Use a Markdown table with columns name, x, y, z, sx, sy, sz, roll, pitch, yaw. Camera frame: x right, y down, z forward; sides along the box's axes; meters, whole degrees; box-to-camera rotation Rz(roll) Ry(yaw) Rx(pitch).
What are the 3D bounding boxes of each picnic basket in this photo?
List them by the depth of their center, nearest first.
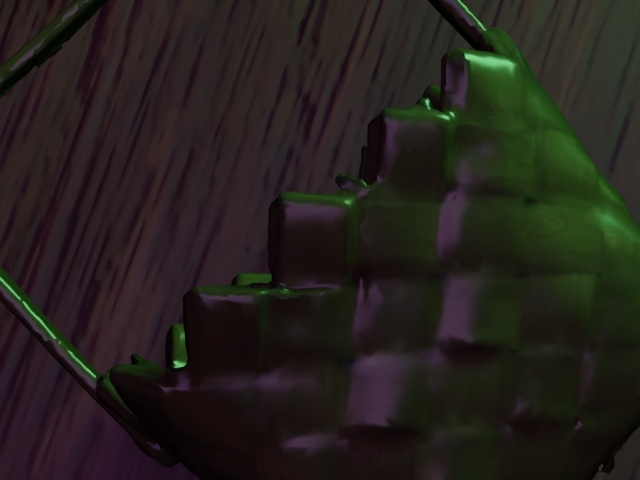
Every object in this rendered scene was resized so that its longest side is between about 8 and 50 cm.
| name | x | y | z | sx | sy | sz | roll | pitch | yaw |
| --- | --- | --- | --- | --- | --- | --- | --- | --- | --- |
| picnic basket | 0.000 | 0.000 | 0.826 | 0.254 | 0.291 | 0.321 | -44 | 91 | -2 |
